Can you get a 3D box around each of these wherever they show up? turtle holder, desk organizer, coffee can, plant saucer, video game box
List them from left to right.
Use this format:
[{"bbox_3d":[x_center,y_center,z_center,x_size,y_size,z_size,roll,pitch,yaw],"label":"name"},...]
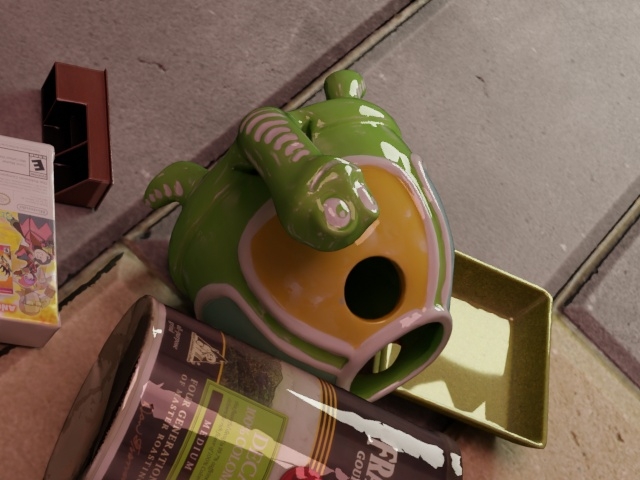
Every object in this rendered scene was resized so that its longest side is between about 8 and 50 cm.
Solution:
[{"bbox_3d":[-0.321,-0.012,1.418,0.205,0.048,0.187,11,52,-26],"label":"video game box"},{"bbox_3d":[-0.221,-0.096,1.542,0.050,0.047,0.130,9,54,-25],"label":"desk organizer"},{"bbox_3d":[-0.057,0.190,1.337,0.275,0.201,0.201,26,48,-14],"label":"coffee can"},{"bbox_3d":[0.013,-0.002,1.429,0.243,0.320,0.227,-20,64,-34],"label":"turtle holder"},{"bbox_3d":[0.129,0.099,1.628,0.188,0.045,0.188,24,49,-18],"label":"plant saucer"}]
